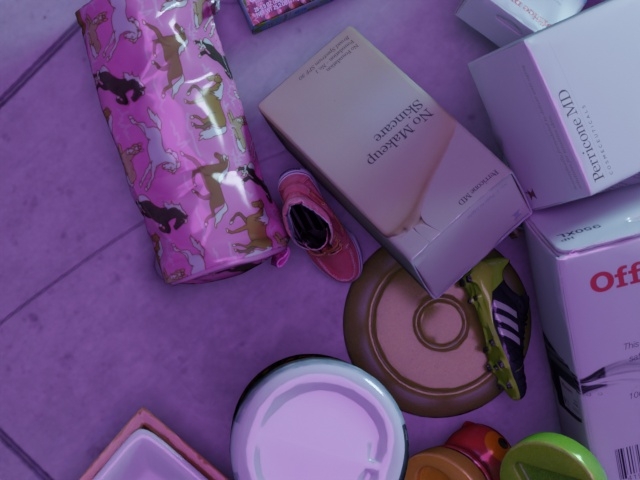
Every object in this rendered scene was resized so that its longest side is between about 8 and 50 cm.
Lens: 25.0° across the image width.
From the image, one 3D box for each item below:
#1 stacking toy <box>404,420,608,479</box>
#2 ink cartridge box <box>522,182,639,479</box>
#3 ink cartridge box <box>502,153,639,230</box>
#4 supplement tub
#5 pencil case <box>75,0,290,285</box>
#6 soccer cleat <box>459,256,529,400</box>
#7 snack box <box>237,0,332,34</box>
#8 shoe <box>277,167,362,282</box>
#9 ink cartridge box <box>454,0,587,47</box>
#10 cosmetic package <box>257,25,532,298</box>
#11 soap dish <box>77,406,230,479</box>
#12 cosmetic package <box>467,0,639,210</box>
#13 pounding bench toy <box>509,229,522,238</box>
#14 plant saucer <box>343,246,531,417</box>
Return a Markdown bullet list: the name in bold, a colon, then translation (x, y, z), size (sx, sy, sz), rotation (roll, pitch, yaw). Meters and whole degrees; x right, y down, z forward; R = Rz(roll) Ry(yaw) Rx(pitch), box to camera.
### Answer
- **stacking toy**: translation (0.278, 0.335, 1.713), size (0.130, 0.279, 0.309), rotation (-34, 93, -46)
- **ink cartridge box**: translation (0.421, 0.131, 1.699), size (0.286, 0.166, 0.394), rotation (-15, 111, -3)
- **ink cartridge box**: translation (0.363, -0.105, 1.804), size (0.275, 0.060, 0.238), rotation (13, 62, -12)
- **supplement tub**: translation (-0.008, 0.228, 1.659), size (0.194, 0.316, 0.193), rotation (0, 86, -4)
- **pencil case**: translation (-0.163, -0.133, 1.750), size (0.167, 0.160, 0.386), rotation (-18, 88, 24)
- **soccer cleat**: translation (0.230, 0.106, 1.772), size (0.072, 0.060, 0.178), rotation (-17, 88, -17)
- **snack box**: translation (-0.026, -0.380, 1.810), size (0.207, 0.070, 0.174), rotation (-23, 89, -5)
- **shoe**: translation (0.000, 0.000, 1.752), size (0.063, 0.081, 0.178), rotation (-23, 121, 12)
- **ink cartridge box**: translation (0.266, -0.318, 1.792), size (0.127, 0.072, 0.175), rotation (36, 64, -1)
- **cosmetic package**: translation (0.084, -0.097, 1.709), size (0.160, 0.113, 0.309), rotation (-42, 56, -4)
- **soap dish**: translation (-0.221, 0.382, 1.740), size (0.229, 0.118, 0.291), rotation (40, 86, -1)
- **cosmetic package**: translation (0.381, -0.197, 1.678), size (0.366, 0.155, 0.197), rotation (-27, 95, -21)
- **pounding bench toy**: translation (0.253, -0.044, 1.801), size (0.065, 0.083, 0.052), rotation (-41, 90, -2)
- **plant saucer**: translation (0.149, 0.104, 1.813), size (0.241, 0.037, 0.241), rotation (0, 88, -3)
